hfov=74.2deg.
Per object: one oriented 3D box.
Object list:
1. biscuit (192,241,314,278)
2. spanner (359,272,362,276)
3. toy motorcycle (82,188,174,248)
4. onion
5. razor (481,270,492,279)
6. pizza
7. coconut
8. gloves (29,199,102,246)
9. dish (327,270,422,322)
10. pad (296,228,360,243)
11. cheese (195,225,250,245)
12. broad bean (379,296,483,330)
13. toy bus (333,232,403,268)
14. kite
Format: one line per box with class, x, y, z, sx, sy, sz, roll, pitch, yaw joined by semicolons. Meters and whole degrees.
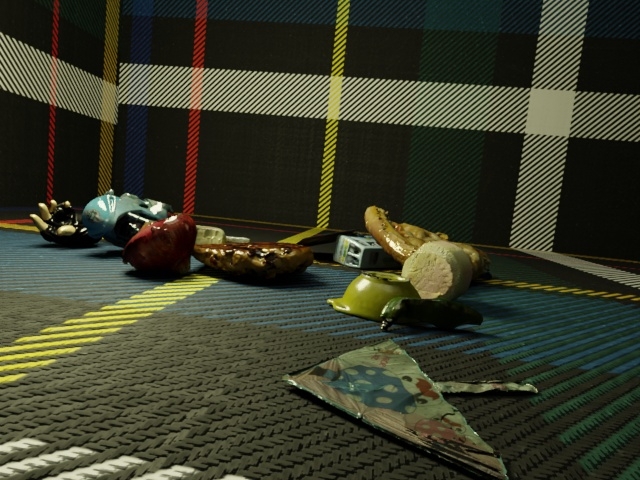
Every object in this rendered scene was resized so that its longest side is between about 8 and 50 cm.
biscuit;-0.175;0.048;1.115;0.333;0.081;0.289;5;4;42
spanner;0.145;0.109;1.137;0.046;0.012;0.208;5;6;-14
toy motorcycle;-0.579;-0.072;1.263;0.232;0.172;0.416;23;5;-32
onion;-0.367;0.020;1.000;0.183;0.147;0.184;-30;1;0
razor;0.410;0.066;1.430;0.323;0.056;0.093;20;22;0
pizza;0.312;0.030;1.253;0.434;0.080;0.392;20;21;8
coconut;0.272;0.074;0.980;0.147;0.147;0.152;9;9;33
gloves;-0.747;-0.048;1.245;0.164;0.124;0.203;33;13;36
dish;0.119;0.103;0.833;0.207;0.080;0.149;8;5;8
pad;0.000;0.001;1.521;0.202;0.005;0.299;-10;-6;-18
cheese;-0.379;-0.010;1.486;0.286;0.082;0.163;3;7;-35
broad bean;0.191;0.128;0.752;0.195;0.061;0.046;0;-33;-15
toy bus;0.208;0.042;1.467;0.329;0.109;0.136;1;18;-35
kite;0.111;0.170;0.487;0.314;0.012;0.335;5;6;-9
